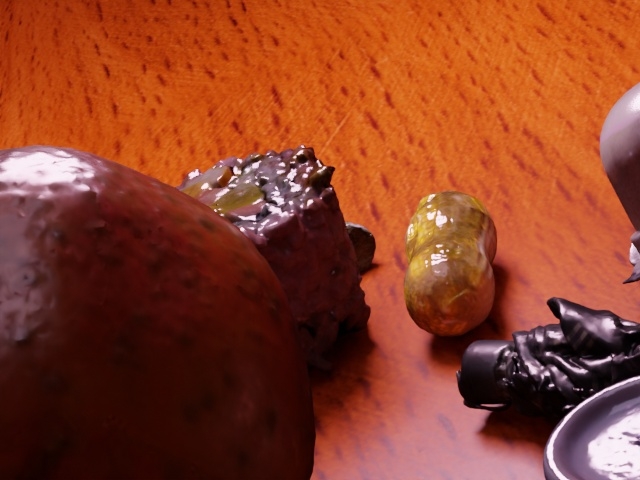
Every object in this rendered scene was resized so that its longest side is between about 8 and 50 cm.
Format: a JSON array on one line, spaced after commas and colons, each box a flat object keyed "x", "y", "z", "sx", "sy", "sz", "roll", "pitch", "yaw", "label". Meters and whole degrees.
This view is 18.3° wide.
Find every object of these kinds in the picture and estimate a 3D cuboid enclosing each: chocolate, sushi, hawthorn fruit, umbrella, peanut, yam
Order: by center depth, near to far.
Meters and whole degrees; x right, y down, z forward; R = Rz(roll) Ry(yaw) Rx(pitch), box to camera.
[{"x": -0.201, "y": 0.153, "z": 1.446, "sx": 0.403, "sy": 0.402, "sz": 0.403, "roll": -19, "pitch": 22, "yaw": 8, "label": "hawthorn fruit"}, {"x": 0.239, "y": 0.081, "z": 1.488, "sx": 0.154, "sy": 0.128, "sz": 0.337, "roll": -44, "pitch": 26, "yaw": -21, "label": "umbrella"}, {"x": 0.310, "y": -0.072, "z": 1.677, "sx": 0.221, "sy": 0.147, "sz": 0.221, "roll": -33, "pitch": -10, "yaw": -7, "label": "chocolate"}, {"x": 0.118, "y": 0.019, "z": 1.798, "sx": 0.087, "sy": 0.087, "sz": 0.206, "roll": -17, "pitch": 25, "yaw": 12, "label": "peanut"}, {"x": -0.081, "y": 0.031, "z": 1.843, "sx": 0.237, "sy": 0.170, "sz": 0.270, "roll": -25, "pitch": 20, "yaw": -6, "label": "sushi"}, {"x": 0.000, "y": 0.000, "z": 1.991, "sx": 0.054, "sy": 0.054, "sz": 0.132, "roll": -32, "pitch": 24, "yaw": -23, "label": "yam"}]

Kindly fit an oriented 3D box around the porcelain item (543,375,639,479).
[{"x": 0.230, "y": 0.169, "z": 1.308, "sx": 0.147, "sy": 0.114, "sz": 0.147, "roll": -20, "pitch": 24, "yaw": 9, "label": "porcelain item"}]
